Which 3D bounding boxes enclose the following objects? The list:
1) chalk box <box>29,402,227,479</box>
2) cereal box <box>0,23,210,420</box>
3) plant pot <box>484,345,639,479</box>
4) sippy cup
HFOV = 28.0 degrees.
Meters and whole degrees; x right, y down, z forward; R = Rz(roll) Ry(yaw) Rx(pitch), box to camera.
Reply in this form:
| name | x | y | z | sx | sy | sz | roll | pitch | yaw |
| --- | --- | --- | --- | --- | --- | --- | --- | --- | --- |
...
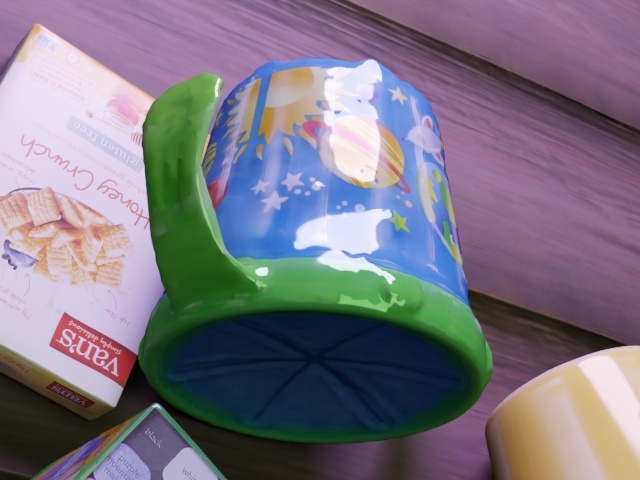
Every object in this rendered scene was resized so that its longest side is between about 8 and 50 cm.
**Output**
| name | x | y | z | sx | sy | sz | roll | pitch | yaw |
| --- | --- | --- | --- | --- | --- | --- | --- | --- | --- |
| chalk box | -0.120 | 0.196 | 0.753 | 0.132 | 0.213 | 0.132 | 50 | 50 | -5 |
| cereal box | -0.182 | -0.016 | 0.913 | 0.173 | 0.047 | 0.240 | 32 | 54 | -21 |
| plant pot | 0.247 | 0.222 | 0.994 | 0.254 | 0.254 | 0.239 | 4 | 52 | -34 |
| sippy cup | 0.000 | 0.000 | 0.916 | 0.240 | 0.305 | 0.224 | 3 | 61 | -1 |
